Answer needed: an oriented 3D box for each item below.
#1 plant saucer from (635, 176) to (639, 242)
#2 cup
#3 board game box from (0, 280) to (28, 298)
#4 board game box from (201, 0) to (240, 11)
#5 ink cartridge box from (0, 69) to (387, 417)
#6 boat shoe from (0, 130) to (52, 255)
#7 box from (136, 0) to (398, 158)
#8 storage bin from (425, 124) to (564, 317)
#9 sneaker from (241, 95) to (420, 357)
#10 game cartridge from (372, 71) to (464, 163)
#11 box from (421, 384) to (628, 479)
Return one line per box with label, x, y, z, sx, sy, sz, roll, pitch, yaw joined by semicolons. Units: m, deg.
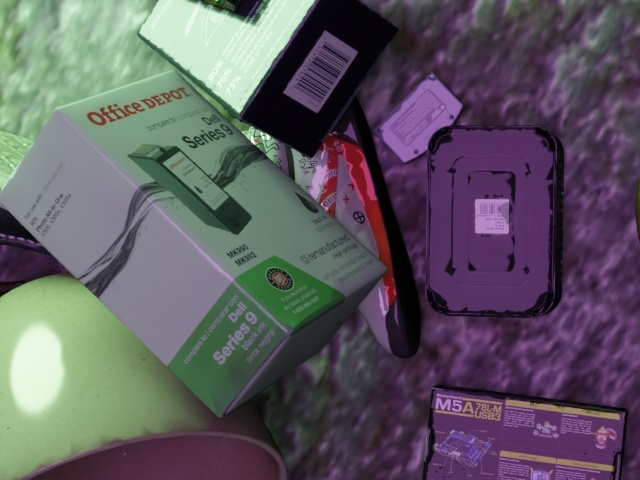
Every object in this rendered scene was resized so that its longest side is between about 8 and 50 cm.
plant saucer;0.416;-0.029;1.557;0.241;0.037;0.240;0;90;13
cup;-0.223;0.171;1.590;0.331;0.331;0.237;-28;58;11
board game box;-0.400;0.160;1.690;0.027;0.145;0.281;38;98;11
board game box;-0.138;-0.311;1.616;0.260;0.030;0.136;26;91;45
ink cartridge box;-0.114;-0.006;1.507;0.289;0.211;0.121;43;118;9
boat shoe;-0.402;-0.041;1.680;0.500;0.187;0.156;14;101;15
box;-0.054;-0.199;1.586;0.153;0.108;0.207;-55;45;8
storage bin;0.167;-0.018;1.590;0.122;0.084;0.180;1;91;13
sneaker;0.000;-0.001;1.628;0.145;0.090;0.270;-17;82;13
game cartridge;0.099;-0.118;1.642;0.083;0.017;0.056;-44;77;9
box;0.191;0.241;1.604;0.191;0.045;0.184;5;89;14
